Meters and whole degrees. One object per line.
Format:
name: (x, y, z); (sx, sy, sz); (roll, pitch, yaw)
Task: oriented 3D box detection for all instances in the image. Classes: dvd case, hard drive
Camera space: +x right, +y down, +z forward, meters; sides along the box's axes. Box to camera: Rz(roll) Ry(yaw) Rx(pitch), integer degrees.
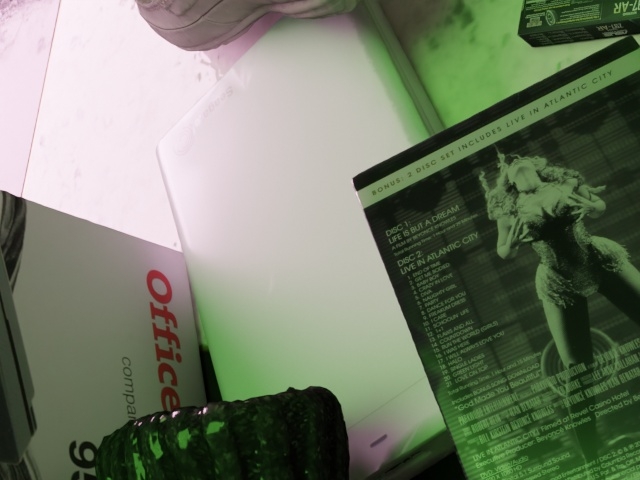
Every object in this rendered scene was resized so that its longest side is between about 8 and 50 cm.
dvd case: (0.120, 0.021, 0.426); (0.164, 0.018, 0.221); (-27, 58, 12)
hard drive: (0.000, 0.000, 0.564); (0.203, 0.040, 0.308); (-39, 53, 26)

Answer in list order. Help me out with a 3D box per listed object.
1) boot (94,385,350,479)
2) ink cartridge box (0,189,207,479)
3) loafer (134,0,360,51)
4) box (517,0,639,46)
boot: (0.018, 0.184, 0.368); (0.348, 0.131, 0.260); (-16, 66, 38)
ink cartridge box: (-0.251, 0.109, 0.513); (0.166, 0.395, 0.286); (-30, 57, 29)
loafer: (-0.065, -0.199, 0.604); (0.319, 0.111, 0.112); (7, 64, 60)
box: (0.150, -0.142, 0.487); (0.083, 0.018, 0.067); (1, 77, 43)
